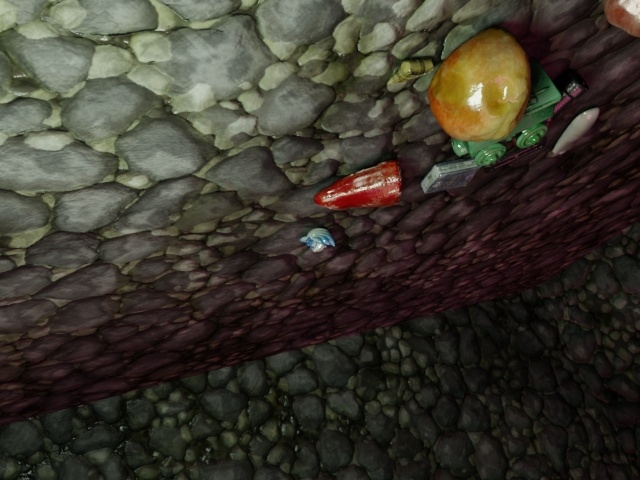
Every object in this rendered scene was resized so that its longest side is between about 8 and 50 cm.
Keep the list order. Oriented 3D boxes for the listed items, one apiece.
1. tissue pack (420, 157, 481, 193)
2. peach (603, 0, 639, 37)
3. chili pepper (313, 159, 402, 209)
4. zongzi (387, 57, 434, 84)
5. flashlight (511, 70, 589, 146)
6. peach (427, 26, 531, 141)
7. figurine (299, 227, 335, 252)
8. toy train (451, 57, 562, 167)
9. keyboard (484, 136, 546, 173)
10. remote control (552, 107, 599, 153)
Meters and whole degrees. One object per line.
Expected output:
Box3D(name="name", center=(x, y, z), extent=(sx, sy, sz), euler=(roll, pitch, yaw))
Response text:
Box3D(name="tissue pack", center=(0.394, -0.197, 1.708), extent=(0.156, 0.051, 0.112), euler=(-12, 157, -22))
Box3D(name="peach", center=(0.673, -0.504, 1.152), extent=(0.152, 0.152, 0.152), euler=(-18, 157, -8))
Box3D(name="chili pepper", center=(0.106, -0.138, 1.549), extent=(0.252, 0.136, 0.144), euler=(-12, -157, 6))
Box3D(name="zongzi", center=(0.193, -0.356, 1.200), extent=(0.076, 0.040, 0.083), euler=(-16, 170, -28))
Box3D(name="flashlight", center=(0.606, -0.348, 1.506), extent=(0.092, 0.093, 0.232), euler=(0, 149, -41))
Box3D(name="peach", center=(0.352, -0.332, 1.201), extent=(0.214, 0.214, 0.236), euler=(-8, 137, -28))
Box3D(name="figurine", center=(0.000, 0.000, 1.776), extent=(0.114, 0.079, 0.114), euler=(2, 172, 0))
Box3D(name="toy train", center=(0.453, -0.302, 1.402), extent=(0.265, 0.145, 0.202), euler=(-25, 154, 8))
Box3D(name="keyboard", center=(0.617, -0.269, 1.787), extent=(0.204, 0.013, 0.061), euler=(-25, 158, 9))
Box3D(name="remote control", center=(0.802, -0.336, 1.755), extent=(0.073, 0.044, 0.229), euler=(-19, 157, -11))
